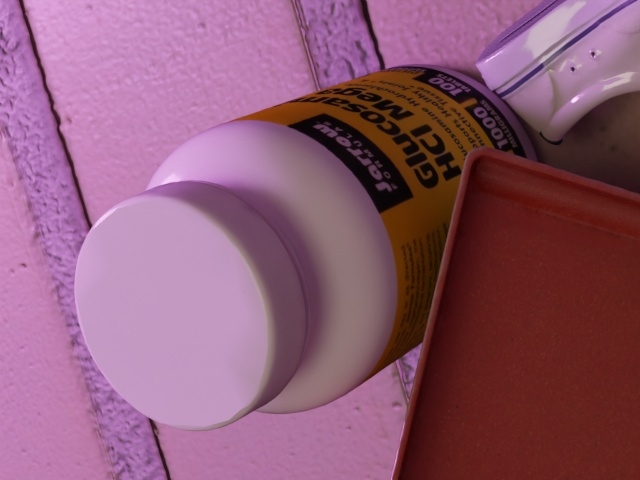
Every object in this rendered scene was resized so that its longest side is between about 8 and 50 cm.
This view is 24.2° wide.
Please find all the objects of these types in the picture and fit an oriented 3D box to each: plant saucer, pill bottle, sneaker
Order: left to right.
[{"bbox_3d":[0.000,0.000,0.980,0.188,0.334,0.188,10,110,29],"label":"pill bottle"},{"bbox_3d":[0.167,0.096,0.948,0.048,0.259,0.258,3,79,67],"label":"plant saucer"},{"bbox_3d":[0.220,-0.152,0.955,0.091,0.094,0.258,47,130,-11],"label":"sneaker"}]
